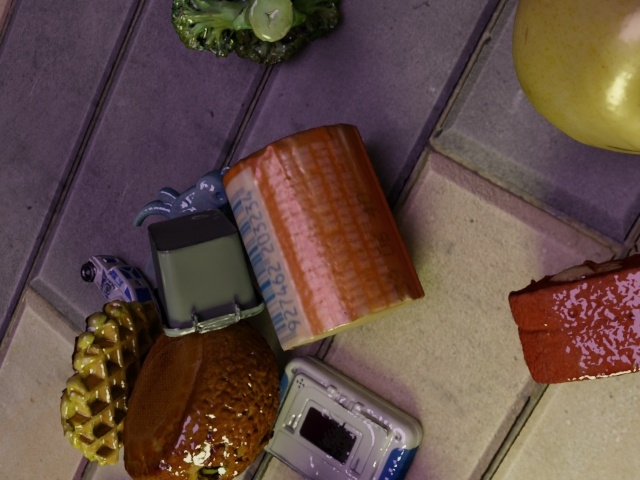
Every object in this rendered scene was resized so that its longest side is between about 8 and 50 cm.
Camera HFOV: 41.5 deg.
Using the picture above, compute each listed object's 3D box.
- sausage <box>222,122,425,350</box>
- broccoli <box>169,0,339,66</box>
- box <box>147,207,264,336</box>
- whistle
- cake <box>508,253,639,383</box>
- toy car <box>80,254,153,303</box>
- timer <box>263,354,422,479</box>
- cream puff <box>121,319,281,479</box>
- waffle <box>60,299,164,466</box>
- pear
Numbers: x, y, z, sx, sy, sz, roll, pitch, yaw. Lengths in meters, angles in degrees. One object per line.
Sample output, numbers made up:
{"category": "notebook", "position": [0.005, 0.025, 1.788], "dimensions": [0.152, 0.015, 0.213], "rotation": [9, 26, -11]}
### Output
{"category": "sausage", "position": [0.000, 0.000, 1.281], "dimensions": [0.233, 0.233, 0.287], "rotation": [-28, 77, 27]}
{"category": "broccoli", "position": [-0.105, -0.377, 1.322], "dimensions": [0.269, 0.254, 0.269], "rotation": [-31, 30, 20]}
{"category": "box", "position": [-0.194, 0.042, 1.348], "dimensions": [0.163, 0.243, 0.135], "rotation": [-14, 108, -12]}
{"category": "whistle", "position": [-0.229, -0.027, 1.494], "dimensions": [0.180, 0.093, 0.269], "rotation": [36, 110, -1]}
{"category": "cake", "position": [0.383, 0.093, 1.093], "dimensions": [0.282, 0.177, 0.151], "rotation": [-15, 82, 30]}
{"category": "toy car", "position": [-0.370, 0.091, 1.581], "dimensions": [0.171, 0.080, 0.070], "rotation": [48, 111, 22]}
{"category": "timer", "position": [0.023, 0.314, 1.355], "dimensions": [0.253, 0.078, 0.178], "rotation": [28, 103, 28]}
{"category": "cream puff", "position": [-0.177, 0.263, 1.351], "dimensions": [0.303, 0.212, 0.303], "rotation": [-41, 34, 35]}
{"category": "waffle", "position": [-0.329, 0.241, 1.433], "dimensions": [0.058, 0.300, 0.282], "rotation": [8, 91, 24]}
{"category": "pear", "position": [0.387, -0.248, 1.016], "dimensions": [0.309, 0.309, 0.309], "rotation": [0, 90, 30]}
